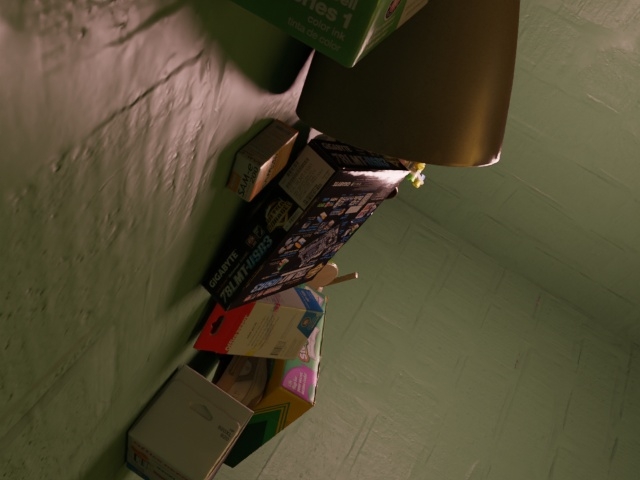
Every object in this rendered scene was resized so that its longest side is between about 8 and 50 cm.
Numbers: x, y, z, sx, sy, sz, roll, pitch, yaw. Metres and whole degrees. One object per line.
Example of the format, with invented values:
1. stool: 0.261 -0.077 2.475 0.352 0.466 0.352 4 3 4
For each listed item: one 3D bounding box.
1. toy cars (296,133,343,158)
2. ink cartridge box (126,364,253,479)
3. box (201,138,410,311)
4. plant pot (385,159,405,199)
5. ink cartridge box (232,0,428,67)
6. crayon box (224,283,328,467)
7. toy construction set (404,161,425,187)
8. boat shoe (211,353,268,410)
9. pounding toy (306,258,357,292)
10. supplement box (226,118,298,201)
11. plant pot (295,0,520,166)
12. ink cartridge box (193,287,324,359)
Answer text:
1. toy cars: 0.049 -0.214 0.984 0.393 0.087 0.176 -55 164 24
2. ink cartridge box: -0.266 0.395 1.176 0.168 0.171 0.232 -53 173 -38
3. box: -0.014 -0.028 0.975 0.293 0.073 0.295 -48 164 24
4. plant pot: 0.177 -0.234 1.731 0.167 0.167 0.165 109 6 -70
5. ink cartridge box: 0.061 -0.291 0.400 0.201 0.117 0.278 -52 172 -48
6. crayon box: -0.128 0.316 1.448 0.313 0.106 0.363 -43 -159 29
7. toy construction set: 0.323 -0.326 2.166 0.151 0.215 0.327 -56 175 -22
8. boat shoe: -0.179 0.241 1.359 0.121 0.110 0.341 -47 -160 20
9. pounding toy: -0.035 0.064 1.648 0.183 0.110 0.237 -28 150 27
10. supplement box: -0.072 -0.102 0.745 0.098 0.036 0.062 -52 172 -44
11. plant pot: 0.122 -0.257 0.678 0.256 0.257 0.274 -48 153 -63
12. ink cartridge box: -0.126 0.151 1.145 0.134 0.231 0.078 -59 -141 21
